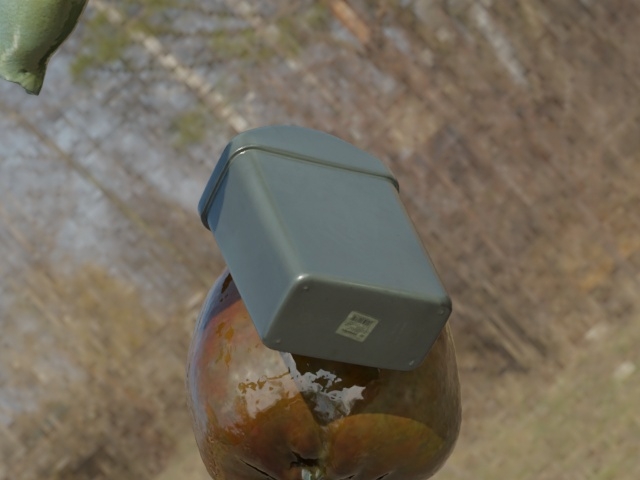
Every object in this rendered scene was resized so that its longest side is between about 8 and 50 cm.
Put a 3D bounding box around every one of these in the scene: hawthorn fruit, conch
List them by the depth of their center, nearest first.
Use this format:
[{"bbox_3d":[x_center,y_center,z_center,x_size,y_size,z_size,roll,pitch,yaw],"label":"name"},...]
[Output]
[{"bbox_3d":[-0.205,-0.185,1.176,0.065,0.088,0.180,-120,43,-52],"label":"conch"},{"bbox_3d":[-0.001,0.110,1.606,0.268,0.268,0.301,-42,38,43],"label":"hawthorn fruit"}]

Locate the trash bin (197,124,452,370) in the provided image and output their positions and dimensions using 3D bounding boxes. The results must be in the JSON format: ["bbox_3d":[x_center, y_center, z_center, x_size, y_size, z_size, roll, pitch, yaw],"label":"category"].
[{"bbox_3d":[0.000,0.000,1.435,0.101,0.177,0.236,-61,34,27],"label":"trash bin"}]
